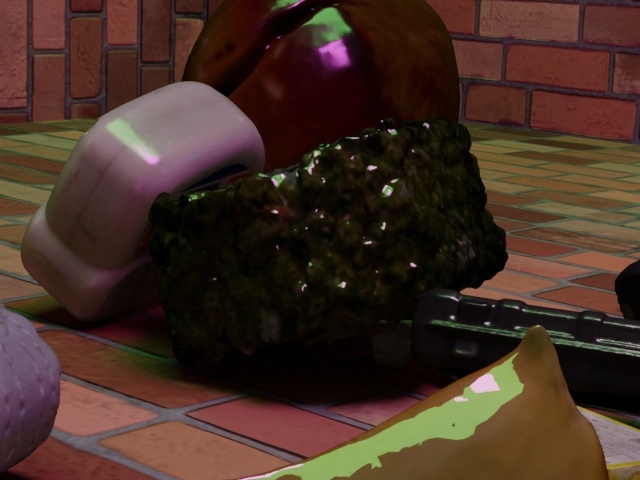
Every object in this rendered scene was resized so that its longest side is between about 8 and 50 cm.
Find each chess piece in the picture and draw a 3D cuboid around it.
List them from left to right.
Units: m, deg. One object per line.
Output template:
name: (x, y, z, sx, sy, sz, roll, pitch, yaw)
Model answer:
chess piece: (0.101, 0.097, 1.353, 0.103, 0.067, 0.067, -1, 7, 35)

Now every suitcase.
suitcase: (0.232, 0.100, 1.178, 0.286, 0.066, 0.206, 8, -8, 25)

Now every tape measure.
tape measure: (-0.177, -0.042, 1.542, 0.130, 0.265, 0.258, 41, 30, 18)

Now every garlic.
garlic: (-0.027, 0.160, 0.678, 0.339, 0.196, 0.151, -9, 0, -16)

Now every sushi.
sushi: (0.000, 0.000, 1.388, 0.294, 0.178, 0.352, -15, 2, 25)

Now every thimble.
thimble: (-0.267, 0.110, 1.027, 0.151, 0.127, 0.118, 7, 11, 21)

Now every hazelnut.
hazelnut: (0.012, -0.198, 2.124, 0.402, 0.402, 0.429, 7, 14, 23)

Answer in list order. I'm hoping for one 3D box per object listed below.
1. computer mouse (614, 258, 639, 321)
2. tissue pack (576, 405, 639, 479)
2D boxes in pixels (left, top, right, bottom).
computer mouse: (0.378, 0.068, 1.401, 0.073, 0.122, 0.217, -31, 26, -26)
tissue pack: (0.169, 0.158, 1.036, 0.095, 0.062, 0.176, -2, 10, -35)
